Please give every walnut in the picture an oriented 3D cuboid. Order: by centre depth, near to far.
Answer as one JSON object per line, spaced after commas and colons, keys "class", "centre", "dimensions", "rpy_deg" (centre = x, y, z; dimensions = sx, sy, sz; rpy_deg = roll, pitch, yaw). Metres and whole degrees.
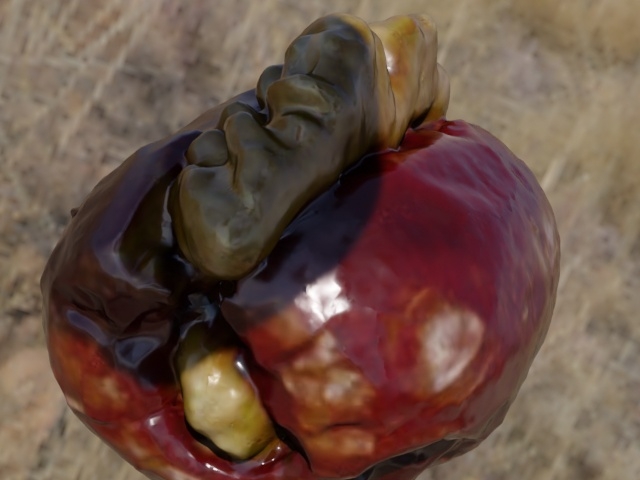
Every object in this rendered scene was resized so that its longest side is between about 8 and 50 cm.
{"class": "walnut", "centre": [0.000, 0.000, 0.964], "dimensions": [0.222, 0.243, 0.269], "rpy_deg": [8, 28, 23]}
